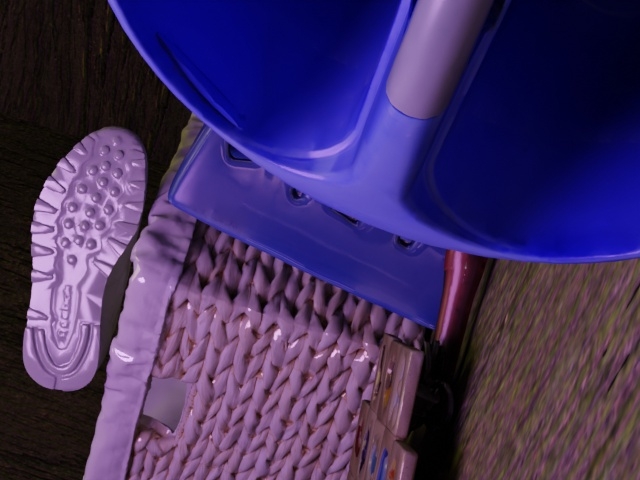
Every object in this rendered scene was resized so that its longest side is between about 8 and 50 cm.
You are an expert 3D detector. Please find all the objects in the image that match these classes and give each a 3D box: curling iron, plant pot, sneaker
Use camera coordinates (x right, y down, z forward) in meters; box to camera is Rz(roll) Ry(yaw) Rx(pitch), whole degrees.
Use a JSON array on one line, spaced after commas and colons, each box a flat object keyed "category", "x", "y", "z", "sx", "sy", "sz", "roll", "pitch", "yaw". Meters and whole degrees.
[{"category": "curling iron", "x": 0.106, "y": 0.007, "z": 0.967, "sx": 0.068, "sy": 0.035, "sz": 0.274, "roll": 134, "pitch": 153, "yaw": -87}, {"category": "plant pot", "x": 0.038, "y": -0.096, "z": 1.103, "sx": 0.236, "sy": 0.236, "sz": 0.212, "roll": -80, "pitch": 15, "yaw": -74}, {"category": "sneaker", "x": -0.202, "y": 0.012, "z": 1.235, "sx": 0.095, "sy": 0.090, "sz": 0.235, "roll": -41, "pitch": -31, "yaw": -79}]

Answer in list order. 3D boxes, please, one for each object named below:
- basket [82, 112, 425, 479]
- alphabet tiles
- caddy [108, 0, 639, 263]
[{"category": "basket", "x": -0.051, "y": 0.072, "z": 1.361, "sx": 0.331, "sy": 0.266, "sz": 0.328, "roll": -76, "pitch": 4, "yaw": -49}, {"category": "alphabet tiles", "x": 0.024, "y": 0.237, "z": 0.977, "sx": 0.285, "sy": 0.011, "sz": 0.342, "roll": 168, "pitch": 113, "yaw": -87}, {"category": "caddy", "x": 0.059, "y": -0.122, "z": 0.403, "sx": 0.341, "sy": 0.241, "sz": 0.179, "roll": 109, "pitch": -178, "yaw": -57}]
